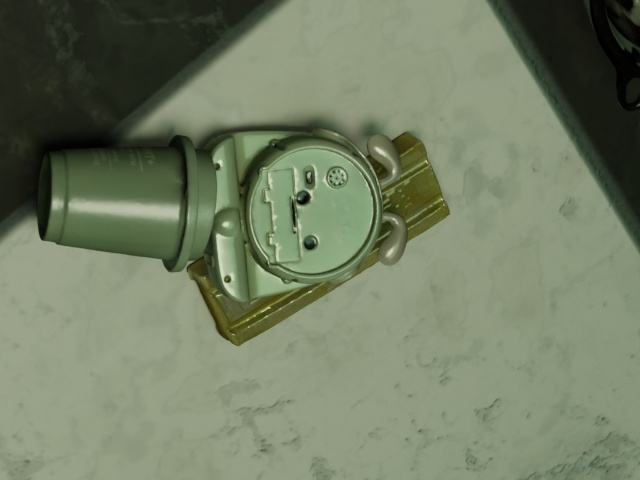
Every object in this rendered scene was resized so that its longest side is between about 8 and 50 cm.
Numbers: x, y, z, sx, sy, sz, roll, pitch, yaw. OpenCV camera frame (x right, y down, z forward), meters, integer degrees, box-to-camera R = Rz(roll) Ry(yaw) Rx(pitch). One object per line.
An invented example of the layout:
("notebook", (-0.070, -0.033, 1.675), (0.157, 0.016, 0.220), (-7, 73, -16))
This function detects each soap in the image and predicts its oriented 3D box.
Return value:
("soap", (0.000, 0.000, 1.650), (0.252, 0.037, 0.092), (-32, 124, -10))

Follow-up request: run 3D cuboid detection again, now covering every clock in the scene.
("clock", (-0.012, -0.028, 1.577), (0.191, 0.062, 0.151), (-7, 97, -14))

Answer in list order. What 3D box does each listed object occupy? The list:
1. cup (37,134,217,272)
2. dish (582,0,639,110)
("cup", (-0.169, -0.035, 1.500), (0.141, 0.120, 0.120), (4, 112, -21))
("dish", (0.343, -0.282, 1.625), (0.303, 0.120, 0.303), (-12, 126, -17))
